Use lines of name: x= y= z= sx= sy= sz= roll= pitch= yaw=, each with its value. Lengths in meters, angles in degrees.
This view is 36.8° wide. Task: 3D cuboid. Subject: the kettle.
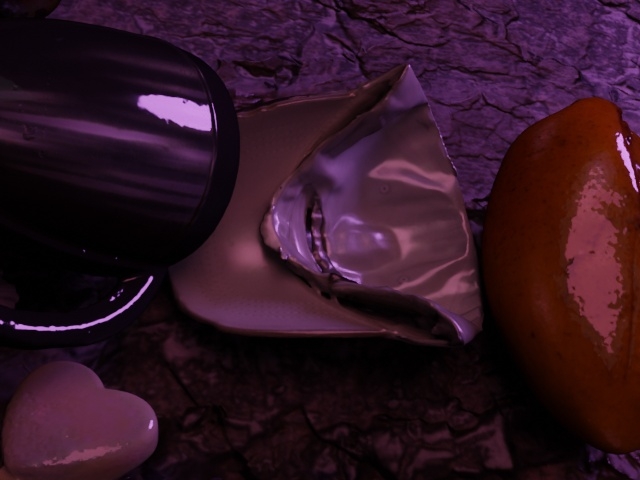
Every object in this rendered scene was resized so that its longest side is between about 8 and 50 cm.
kettle: x=-0.228 y=-0.064 z=0.751 sx=0.207 sy=0.250 sz=0.271 roll=24 pitch=7 yaw=32

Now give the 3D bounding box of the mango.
mango: x=0.258 y=0.037 z=0.926 sx=0.199 sy=0.201 sz=0.350 roll=-3 pitch=58 yaw=16

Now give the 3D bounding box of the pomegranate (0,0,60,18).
pomegranate: x=-0.347 y=-0.300 z=1.001 sx=0.169 sy=0.148 sz=0.148 roll=33 pitch=50 yaw=17

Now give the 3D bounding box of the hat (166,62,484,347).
hat: x=0.004 y=-0.002 z=0.897 sx=0.302 sy=0.168 sz=0.257 roll=-8 pitch=75 yaw=-4

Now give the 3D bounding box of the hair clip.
hair clip: x=-0.195 y=0.186 z=0.723 sx=0.159 sy=0.071 sz=0.218 roll=-7 pitch=52 yaw=-21

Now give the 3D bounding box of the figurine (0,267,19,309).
figurine: x=-0.344 y=0.032 z=0.750 sx=0.174 sy=0.116 sz=0.240 roll=51 pitch=39 yaw=-22
